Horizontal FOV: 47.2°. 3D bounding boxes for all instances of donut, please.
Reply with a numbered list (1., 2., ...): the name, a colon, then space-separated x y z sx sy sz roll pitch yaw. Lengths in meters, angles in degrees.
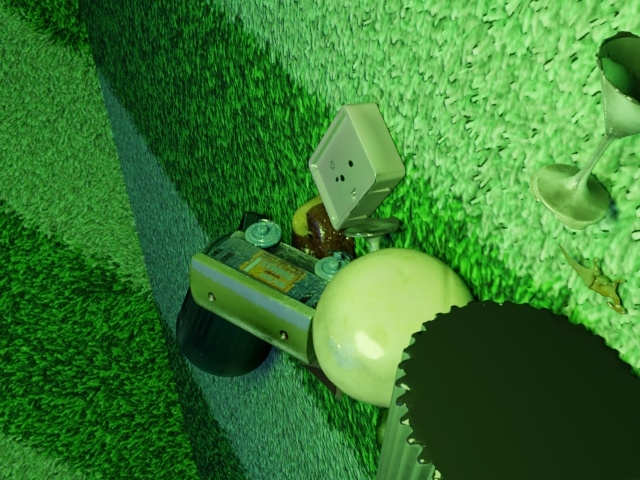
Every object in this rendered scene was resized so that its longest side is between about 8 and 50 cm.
1. donut: 0.000 0.000 1.426 0.166 0.073 0.184 52 147 36

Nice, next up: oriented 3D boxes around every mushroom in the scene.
1. mushroom: 0.111 0.132 1.091 0.202 0.246 0.246 81 165 -66

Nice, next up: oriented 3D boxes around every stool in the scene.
1. stool: 0.208 0.287 0.905 0.297 0.297 0.330 57 152 36

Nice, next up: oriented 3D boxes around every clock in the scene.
1. clock: 0.058 -0.124 1.256 0.150 0.063 0.197 68 153 18

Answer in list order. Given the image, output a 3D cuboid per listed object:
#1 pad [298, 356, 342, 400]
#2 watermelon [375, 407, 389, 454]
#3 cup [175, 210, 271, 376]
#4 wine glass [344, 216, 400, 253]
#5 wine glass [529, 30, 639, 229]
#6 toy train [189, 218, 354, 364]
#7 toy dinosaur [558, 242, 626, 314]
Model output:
1. pad: -0.036 0.197 1.665 0.330 0.004 0.220 31 129 56
2. watermelon: 0.163 0.335 1.172 0.140 0.140 0.188 -15 94 64
3. cup: -0.175 0.124 1.695 0.242 0.308 0.292 37 143 7
4. wine glass: 0.100 0.078 1.226 0.103 0.103 0.222 17 118 61
5. wine glass: 0.293 -0.100 0.741 0.122 0.122 0.183 60 153 31
6. toy train: -0.075 0.084 1.314 0.299 0.202 0.131 23 133 26
7. toy dinosaur: 0.315 0.038 0.849 0.113 0.026 0.041 53 163 26
